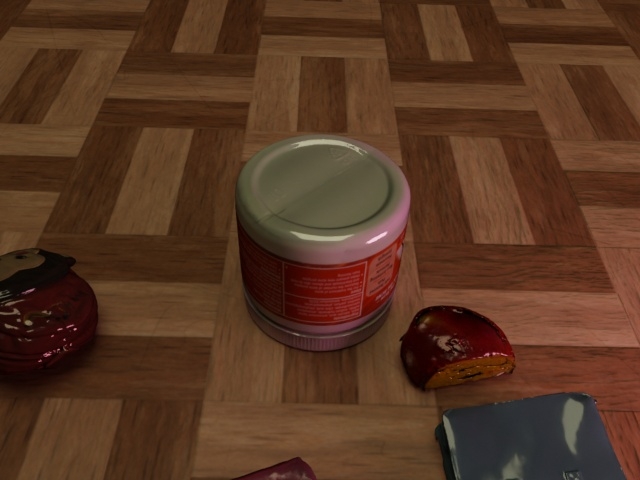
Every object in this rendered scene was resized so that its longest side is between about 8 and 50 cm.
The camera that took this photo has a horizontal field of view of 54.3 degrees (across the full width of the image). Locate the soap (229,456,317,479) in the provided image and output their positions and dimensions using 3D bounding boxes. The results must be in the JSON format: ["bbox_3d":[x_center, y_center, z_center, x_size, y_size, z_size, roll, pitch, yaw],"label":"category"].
[{"bbox_3d":[-0.140,0.396,0.626,0.359,0.128,0.233,-14,46,-16],"label":"soap"}]

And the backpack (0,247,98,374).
[{"bbox_3d":[-0.435,0.106,0.908,0.229,0.139,0.229,8,27,-4],"label":"backpack"}]

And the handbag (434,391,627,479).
[{"bbox_3d":[0.272,0.284,0.815,0.221,0.057,0.144,-5,52,-9],"label":"handbag"}]

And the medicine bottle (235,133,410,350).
[{"bbox_3d":[0.000,0.000,0.953,0.252,0.241,0.252,2,45,-2],"label":"medicine bottle"}]

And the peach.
[{"bbox_3d":[0.202,0.154,0.911,0.172,0.092,0.127,8,42,8],"label":"peach"}]
